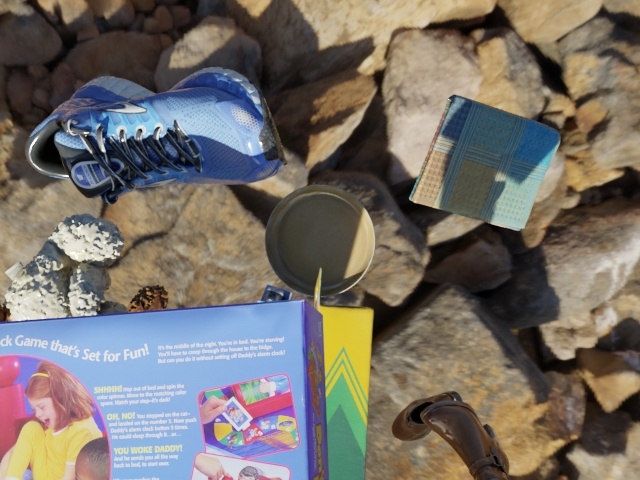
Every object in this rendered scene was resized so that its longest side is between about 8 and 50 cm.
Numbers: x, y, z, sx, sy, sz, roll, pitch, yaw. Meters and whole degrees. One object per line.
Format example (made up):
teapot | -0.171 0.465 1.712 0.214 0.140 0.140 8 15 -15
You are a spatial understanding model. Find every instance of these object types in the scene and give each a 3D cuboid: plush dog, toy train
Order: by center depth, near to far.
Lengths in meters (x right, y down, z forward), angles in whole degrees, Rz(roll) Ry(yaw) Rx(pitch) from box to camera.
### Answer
plush dog | -0.336 0.128 1.210 0.225 0.210 0.262 32 124 2
toy train | -0.117 0.182 1.830 0.080 0.105 0.184 19 76 11

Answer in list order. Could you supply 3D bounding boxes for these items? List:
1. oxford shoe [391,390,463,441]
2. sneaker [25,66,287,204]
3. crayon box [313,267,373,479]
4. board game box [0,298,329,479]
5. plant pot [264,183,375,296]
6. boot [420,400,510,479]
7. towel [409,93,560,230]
oxford shoe | 0.197 0.359 1.722 0.076 0.212 0.076 -5 64 -34
sneaker | -0.177 -0.090 0.863 0.147 0.330 0.130 -46 127 -40
crayon box | 0.024 0.217 1.242 0.083 0.203 0.323 3 78 -2
board game box | -0.168 0.179 0.676 0.347 0.078 0.233 -5 74 11
plant pot | 0.000 0.000 1.783 0.236 0.032 0.236 0 92 12
boot | 0.256 0.360 1.416 0.197 0.152 0.073 30 120 -31
towel | 0.398 -0.180 2.014 0.370 0.040 0.271 11 106 -34
